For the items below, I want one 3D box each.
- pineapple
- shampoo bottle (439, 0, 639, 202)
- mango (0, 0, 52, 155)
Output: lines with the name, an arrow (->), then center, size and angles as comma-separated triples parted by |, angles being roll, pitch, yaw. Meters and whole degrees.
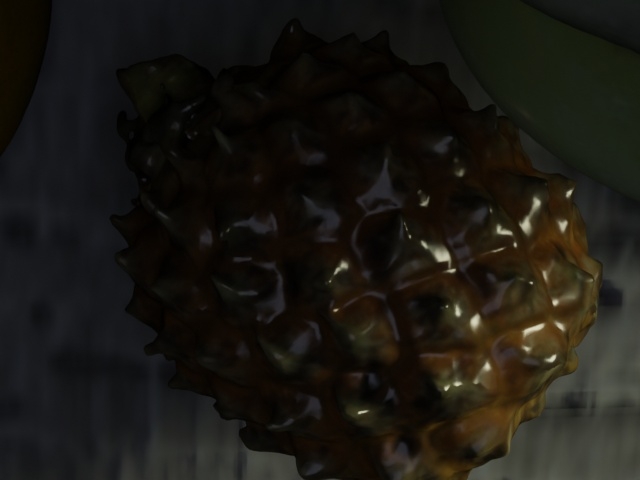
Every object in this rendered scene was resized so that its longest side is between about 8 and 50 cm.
pineapple -> 0.000, 0.000, 0.672 | 0.193, 0.166, 0.166 | 42, 98, -6
shampoo bottle -> 0.163, -0.184, 0.535 | 0.323, 0.322, 0.317 | -9, 130, -5
mango -> -0.149, -0.089, 0.655 | 0.111, 0.089, 0.163 | -15, 120, 9
